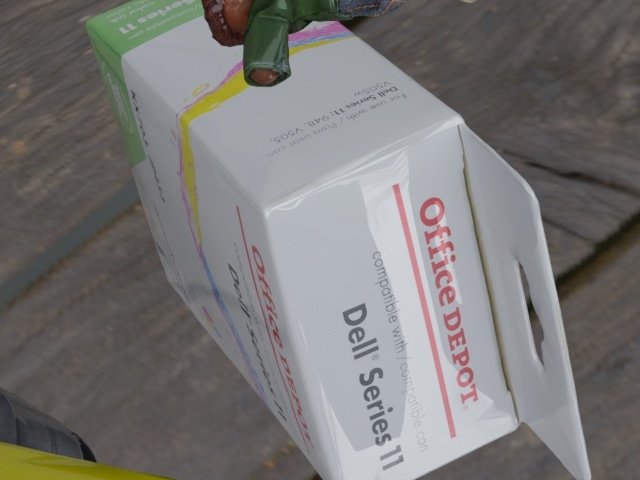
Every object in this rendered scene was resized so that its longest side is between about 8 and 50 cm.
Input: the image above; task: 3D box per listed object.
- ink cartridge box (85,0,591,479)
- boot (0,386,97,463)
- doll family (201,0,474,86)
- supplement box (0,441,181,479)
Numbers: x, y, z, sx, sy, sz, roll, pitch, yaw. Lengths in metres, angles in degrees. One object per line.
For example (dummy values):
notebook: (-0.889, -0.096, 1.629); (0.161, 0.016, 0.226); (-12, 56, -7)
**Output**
ink cartridge box: (0.000, 0.000, 1.008); (0.119, 0.353, 0.207); (-24, 123, -14)
boot: (-0.194, 0.092, 0.879); (0.222, 0.338, 0.118); (32, 90, -31)
doll family: (0.007, -0.134, 0.511); (0.076, 0.111, 0.193); (48, 54, -31)
supplement box: (0.009, 0.170, 0.322); (0.356, 0.195, 0.194); (10, 99, 18)
